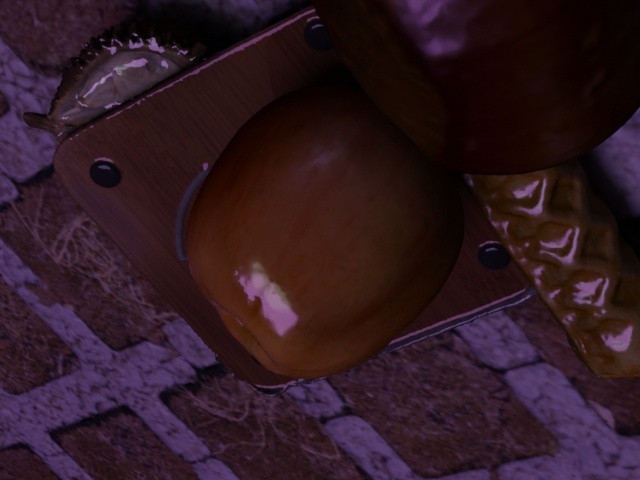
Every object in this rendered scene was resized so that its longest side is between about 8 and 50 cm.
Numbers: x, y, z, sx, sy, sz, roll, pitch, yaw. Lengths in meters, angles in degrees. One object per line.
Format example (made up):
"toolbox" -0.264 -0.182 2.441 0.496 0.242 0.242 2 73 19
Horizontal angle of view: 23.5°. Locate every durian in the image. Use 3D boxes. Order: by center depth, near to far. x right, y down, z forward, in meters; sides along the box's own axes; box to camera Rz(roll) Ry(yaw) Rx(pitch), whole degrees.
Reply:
"durian" -0.136 -0.108 1.160 0.188 0.091 0.148 -8 128 17

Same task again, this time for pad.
"pad" -0.020 -0.017 1.142 0.284 0.018 0.286 -24 120 29

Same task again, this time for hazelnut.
"hazelnut" 0.098 -0.160 0.827 0.217 0.217 0.252 -2 116 41

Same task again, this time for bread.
"bread" 0.128 -0.049 1.022 0.077 0.084 0.368 -32 111 8

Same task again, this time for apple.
"apple" 0.000 0.000 1.002 0.199 0.199 0.199 22 142 19
